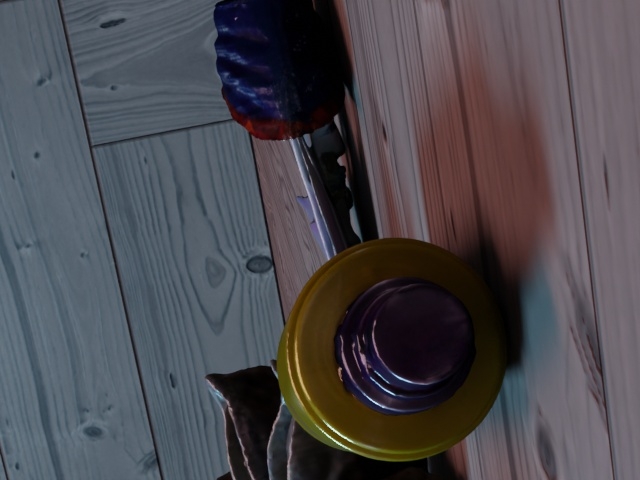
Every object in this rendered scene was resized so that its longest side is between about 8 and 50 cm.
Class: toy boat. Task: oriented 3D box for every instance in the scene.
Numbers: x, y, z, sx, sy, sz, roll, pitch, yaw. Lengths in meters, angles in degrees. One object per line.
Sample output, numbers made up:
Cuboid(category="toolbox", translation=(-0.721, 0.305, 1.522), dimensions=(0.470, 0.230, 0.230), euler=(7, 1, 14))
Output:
Cuboid(category="toy boat", translation=(-0.004, -0.016, 1.053), dimensions=(0.219, 0.072, 0.318), euler=(81, 174, -76))

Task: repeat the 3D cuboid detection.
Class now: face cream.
Cuboid(category="face cream", translation=(0.024, 0.042, 0.645), dimensions=(0.273, 0.078, 0.078), euler=(109, 149, -84))

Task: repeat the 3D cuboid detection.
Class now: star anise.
Cuboid(category="star anise", translation=(0.020, 0.168, 0.912), dimensions=(0.223, 0.109, 0.236), euler=(49, 144, 34))
